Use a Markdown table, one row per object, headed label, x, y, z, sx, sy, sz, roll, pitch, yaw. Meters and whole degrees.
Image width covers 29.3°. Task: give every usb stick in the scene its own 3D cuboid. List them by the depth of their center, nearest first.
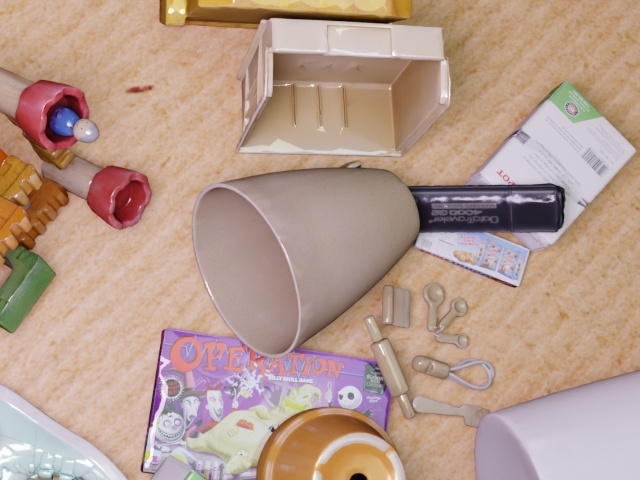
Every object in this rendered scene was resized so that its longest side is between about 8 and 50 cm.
| label | x | y | z | sx | sy | sz | roll | pitch | yaw |
| --- | --- | --- | --- | --- | --- | --- | --- | --- | --- |
| usb stick | 0.227 | -0.047 | 1.837 | 0.278 | 0.045 | 0.077 | 0 | 113 | 14 |

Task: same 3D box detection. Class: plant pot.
| label | x | y | z | sx | sy | sz | roll | pitch | yaw |
| --- | --- | --- | --- | --- | --- | --- | --- | --- | --- |
| plant pot | 0.028 | 0.327 | 1.669 | 0.205 | 0.188 | 0.205 | 2 | 80 | -13 |
| plant pot | 0.000 | 0.000 | 1.755 | 0.274 | 0.256 | 0.256 | -22 | 86 | -32 |

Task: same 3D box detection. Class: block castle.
| label | x | y | z | sx | sy | sz | roll | pitch | yaw |
| --- | --- | --- | --- | --- | --- | --- | --- | --- | --- |
| block castle | -0.426 | 0.023 | 1.574 | 0.213 | 0.303 | 0.453 | 25 | 71 | 27 |

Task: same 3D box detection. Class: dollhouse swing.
| label | x | y | z | sx | sy | sz | roll | pitch | yaw |
| --- | --- | --- | --- | --- | --- | --- | --- | --- | --- |
| dollhouse swing | -0.045 | -0.432 | 1.767 | 0.347 | 0.305 | 0.315 | 1 | 81 | -12 |

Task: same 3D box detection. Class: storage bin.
| label | x | y | z | sx | sy | sz | roll | pitch | yaw |
| --- | --- | --- | --- | --- | --- | --- | --- | --- | --- |
| storage bin | 0.026 | -0.219 | 1.772 | 0.262 | 0.260 | 0.123 | 1 | 77 | -13 |

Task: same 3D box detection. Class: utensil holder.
| label | x | y | z | sx | sy | sz | roll | pitch | yaw |
| --- | --- | --- | --- | --- | --- | --- | --- | --- | --- |
| utensil holder | 0.453 | 0.347 | 1.750 | 0.385 | 0.327 | 0.327 | -12 | 84 | -12 |

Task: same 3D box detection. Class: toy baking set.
| label | x | y | z | sx | sy | sz | roll | pitch | yaw |
| --- | --- | --- | --- | --- | --- | --- | --- | --- | --- |
| toy baking set | 0.171 | 0.177 | 1.830 | 0.197 | 0.030 | 0.256 | -18 | 87 | -33 |

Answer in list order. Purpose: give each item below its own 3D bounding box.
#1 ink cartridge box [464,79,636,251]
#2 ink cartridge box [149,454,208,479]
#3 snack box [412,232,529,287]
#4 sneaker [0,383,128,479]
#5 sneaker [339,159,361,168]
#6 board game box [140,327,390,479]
| label | x | y | z | sx | sy | sz | roll | pitch | yaw |
| --- | --- | --- | --- | --- | --- | --- | --- | --- | --- |
| ink cartridge box | 0.357 | -0.114 | 1.916 | 0.160 | 0.092 | 0.219 | 45 | 75 | -2 |
| ink cartridge box | -0.147 | 0.457 | 1.654 | 0.278 | 0.117 | 0.201 | 42 | 74 | -20 |
| snack box | 0.235 | 0.013 | 1.903 | 0.178 | 0.022 | 0.064 | 21 | 75 | -9 |
| sneaker | -0.385 | 0.322 | 1.665 | 0.256 | 0.094 | 0.151 | 32 | 69 | 4 |
| sneaker | 0.032 | -0.089 | 1.872 | 0.083 | 0.032 | 0.037 | -37 | 103 | -11 |
| board game box | -0.073 | 0.255 | 1.778 | 0.347 | 0.056 | 0.208 | 9 | 75 | -12 |
